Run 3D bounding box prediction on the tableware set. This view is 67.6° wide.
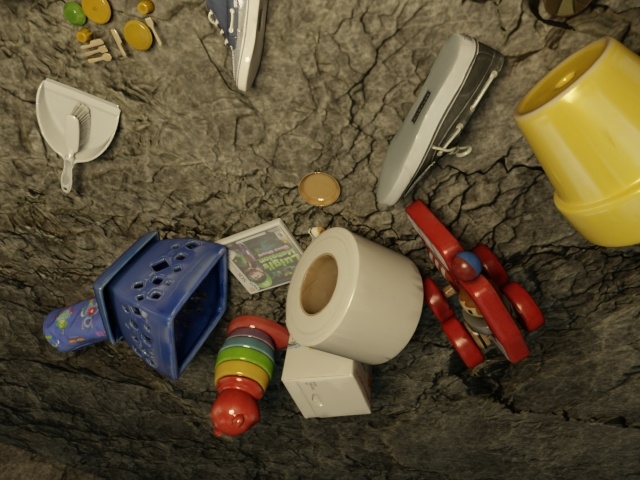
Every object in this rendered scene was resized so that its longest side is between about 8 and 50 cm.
[{"bbox_3d":[-0.340,-0.357,0.783,0.154,0.024,0.104,-7,127,15],"label":"tableware set"}]

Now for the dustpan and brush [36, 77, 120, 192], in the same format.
[{"bbox_3d":[-0.479,-0.185,0.926,0.147,0.060,0.211,20,131,-10],"label":"dustpan and brush"}]

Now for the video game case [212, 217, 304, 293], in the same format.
[{"bbox_3d":[-0.130,0.043,1.108,0.190,0.022,0.173,-19,127,22],"label":"video game case"}]

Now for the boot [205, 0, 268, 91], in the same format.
[{"bbox_3d":[-0.136,-0.337,0.750,0.086,0.069,0.190,17,124,2],"label":"boot"}]

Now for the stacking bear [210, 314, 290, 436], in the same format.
[{"bbox_3d":[-0.194,0.349,1.209,0.175,0.289,0.164,-30,121,29],"label":"stacking bear"}]

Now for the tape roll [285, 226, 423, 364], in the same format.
[{"bbox_3d":[0.062,0.113,0.970,0.169,0.246,0.246,23,131,-29],"label":"tape roll"}]

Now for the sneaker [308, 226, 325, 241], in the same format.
[{"bbox_3d":[0.000,0.000,1.052,0.037,0.032,0.083,4,136,32],"label":"sneaker"}]

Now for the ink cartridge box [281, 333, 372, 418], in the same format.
[{"bbox_3d":[0.027,0.281,1.157,0.168,0.232,0.171,-10,130,16],"label":"ink cartridge box"}]

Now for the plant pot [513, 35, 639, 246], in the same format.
[{"bbox_3d":[0.437,-0.160,0.720,0.239,0.254,0.254,44,124,-9],"label":"plant pot"}]

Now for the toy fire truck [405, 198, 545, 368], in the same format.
[{"bbox_3d":[0.273,0.079,0.910,0.169,0.302,0.254,-34,126,7],"label":"toy fire truck"}]

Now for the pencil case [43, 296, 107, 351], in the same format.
[{"bbox_3d":[-0.578,0.212,1.247,0.306,0.133,0.119,-16,137,21],"label":"pencil case"}]

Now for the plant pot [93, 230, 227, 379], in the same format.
[{"bbox_3d":[-0.356,0.129,1.074,0.212,0.236,0.236,19,133,11],"label":"plant pot"}]

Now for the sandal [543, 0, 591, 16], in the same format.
[{"bbox_3d":[0.368,-0.405,0.625,0.090,0.060,0.219,14,146,3],"label":"sandal"}]

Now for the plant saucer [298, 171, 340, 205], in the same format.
[{"bbox_3d":[-0.002,-0.106,0.963,0.083,0.015,0.083,4,132,5],"label":"plant saucer"}]

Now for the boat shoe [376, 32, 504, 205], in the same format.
[{"bbox_3d":[0.197,-0.182,0.809,0.105,0.113,0.306,17,116,-15],"label":"boat shoe"}]
